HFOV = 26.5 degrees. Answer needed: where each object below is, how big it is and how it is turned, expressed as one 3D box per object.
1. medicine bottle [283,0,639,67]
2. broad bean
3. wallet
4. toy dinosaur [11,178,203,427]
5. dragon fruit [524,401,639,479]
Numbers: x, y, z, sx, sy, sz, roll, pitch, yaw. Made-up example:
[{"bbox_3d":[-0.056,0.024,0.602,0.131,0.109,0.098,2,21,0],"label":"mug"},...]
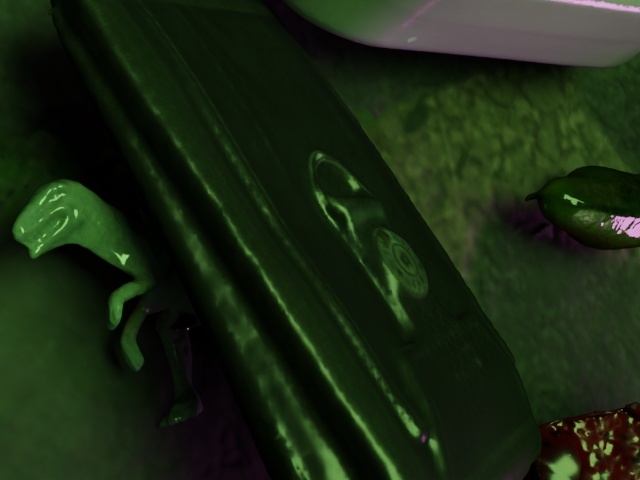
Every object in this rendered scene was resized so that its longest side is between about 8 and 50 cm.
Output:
[{"bbox_3d":[0.054,-0.168,0.626,0.296,0.111,0.161,-1,66,-38],"label":"medicine bottle"},{"bbox_3d":[0.174,-0.024,0.722,0.195,0.046,0.061,-26,81,-46],"label":"broad bean"},{"bbox_3d":[0.000,0.000,0.528,0.245,0.052,0.168,61,28,7],"label":"wallet"},{"bbox_3d":[-0.041,0.007,0.541,0.187,0.044,0.106,-24,89,-46],"label":"toy dinosaur"},{"bbox_3d":[0.168,0.119,0.642,0.147,0.096,0.102,-6,71,3],"label":"dragon fruit"}]
